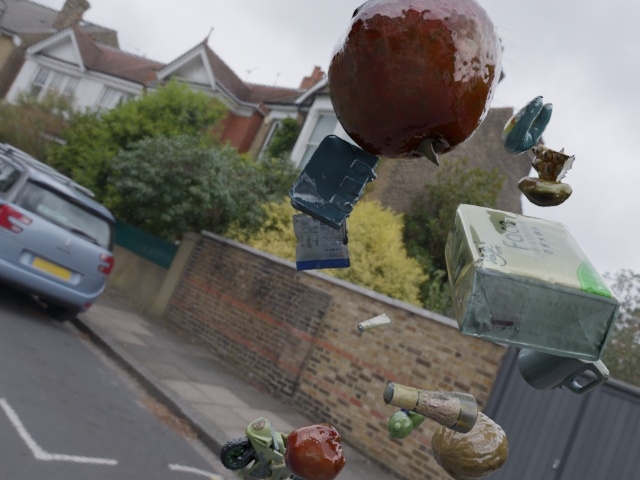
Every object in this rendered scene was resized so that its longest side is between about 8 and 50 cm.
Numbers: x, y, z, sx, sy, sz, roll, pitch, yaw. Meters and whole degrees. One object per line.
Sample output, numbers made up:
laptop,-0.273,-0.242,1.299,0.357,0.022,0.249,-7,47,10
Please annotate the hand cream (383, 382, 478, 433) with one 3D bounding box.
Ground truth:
hand cream,0.226,0.346,1.137,0.203,0.084,0.084,16,-5,-12

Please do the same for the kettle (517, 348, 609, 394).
kettle,0.790,0.401,1.743,0.211,0.159,0.243,60,-27,18

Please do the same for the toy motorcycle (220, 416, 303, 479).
toy motorcycle,-0.162,0.791,2.030,0.410,0.237,0.169,25,18,-28

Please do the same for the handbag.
handbag,0.040,-0.153,1.417,0.179,0.229,0.062,28,-17,5

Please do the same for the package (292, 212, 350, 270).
package,0.000,0.000,1.585,0.171,0.173,0.027,-4,2,18

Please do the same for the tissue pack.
tissue pack,0.502,0.084,1.357,0.331,0.205,0.405,11,25,2

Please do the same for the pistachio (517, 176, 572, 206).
pistachio,0.813,-0.172,1.968,0.189,0.100,0.110,13,-41,21

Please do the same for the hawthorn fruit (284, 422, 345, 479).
hawthorn fruit,-0.015,0.486,1.234,0.137,0.133,0.133,-7,-5,-5

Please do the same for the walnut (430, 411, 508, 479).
walnut,0.485,0.674,1.761,0.260,0.225,0.225,-2,7,-29

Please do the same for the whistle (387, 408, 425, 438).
whistle,0.306,0.587,1.816,0.085,0.227,0.105,43,-29,25

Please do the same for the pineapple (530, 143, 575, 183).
pineapple,0.891,-0.289,2.112,0.161,0.158,0.334,24,23,23

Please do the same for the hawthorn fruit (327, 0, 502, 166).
hawthorn fruit,0.222,-0.354,1.229,0.402,0.403,0.403,25,-7,3

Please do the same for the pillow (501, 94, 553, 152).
pillow,0.711,-0.389,1.847,0.233,0.214,0.086,-1,43,-50

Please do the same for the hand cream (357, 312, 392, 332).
hand cream,0.222,0.344,2.240,0.061,0.143,0.039,-127,-158,-51
